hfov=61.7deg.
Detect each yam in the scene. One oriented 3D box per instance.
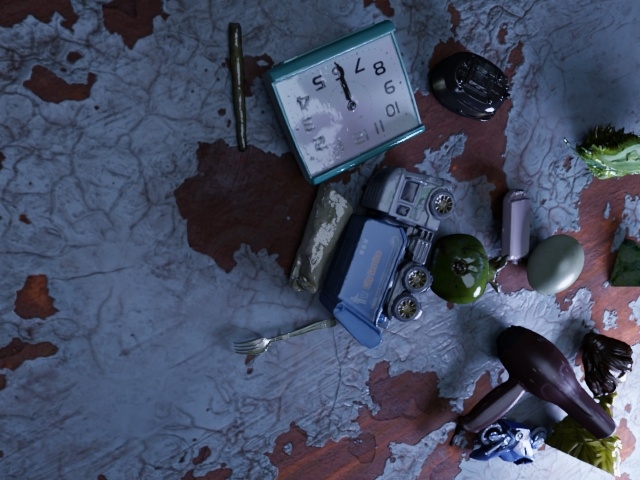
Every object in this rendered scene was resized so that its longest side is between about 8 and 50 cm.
[{"bbox_3d":[-0.150,-0.284,1.000,0.029,0.027,0.234,-5,100,-9],"label":"yam"}]

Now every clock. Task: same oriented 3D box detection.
[{"bbox_3d":[0.042,-0.266,1.034,0.262,0.116,0.231,-28,111,-13],"label":"clock"}]

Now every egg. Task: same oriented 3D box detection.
[{"bbox_3d":[0.546,0.057,1.251,0.114,0.114,0.152,30,90,-21],"label":"egg"}]

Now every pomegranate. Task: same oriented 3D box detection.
[{"bbox_3d":[0.326,0.066,1.169,0.191,0.131,0.151,14,90,-28],"label":"pomegranate"}]

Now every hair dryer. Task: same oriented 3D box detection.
[{"bbox_3d":[0.456,0.401,1.242,0.340,0.123,0.312,-41,82,0],"label":"hair dryer"}]

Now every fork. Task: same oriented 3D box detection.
[{"bbox_3d":[-0.067,0.199,1.101,0.220,0.028,0.034,-11,98,-17],"label":"fork"}]

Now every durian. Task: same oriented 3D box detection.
[{"bbox_3d":[0.702,-0.211,1.270,0.375,0.107,0.132,-4,101,-20],"label":"durian"}]

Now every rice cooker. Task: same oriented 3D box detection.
[{"bbox_3d":[0.312,-0.322,1.119,0.165,0.106,0.112,23,86,-10],"label":"rice cooker"}]

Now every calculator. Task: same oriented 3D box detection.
[{"bbox_3d":[0.450,-0.032,1.231,0.100,0.032,0.174,-9,102,-44],"label":"calculator"}]

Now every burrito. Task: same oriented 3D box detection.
[{"bbox_3d":[0.000,0.000,1.077,0.087,0.060,0.225,21,91,-14],"label":"burrito"}]

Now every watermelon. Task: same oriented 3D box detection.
[{"bbox_3d":[0.820,0.095,1.368,0.158,0.098,0.121,44,83,-24],"label":"watermelon"}]

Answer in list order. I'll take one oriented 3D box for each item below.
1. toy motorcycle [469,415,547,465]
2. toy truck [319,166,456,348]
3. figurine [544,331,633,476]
[{"bbox_3d":[0.465,0.498,1.315,0.205,0.076,0.114,11,101,-20],"label":"toy motorcycle"},{"bbox_3d":[0.132,0.029,1.086,0.175,0.146,0.367,20,91,-17],"label":"toy truck"},{"bbox_3d":[0.698,0.396,1.337,0.168,0.187,0.315,20,81,16],"label":"figurine"}]
